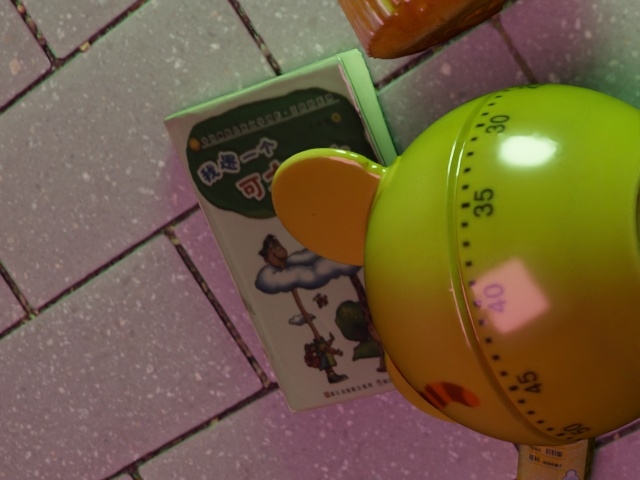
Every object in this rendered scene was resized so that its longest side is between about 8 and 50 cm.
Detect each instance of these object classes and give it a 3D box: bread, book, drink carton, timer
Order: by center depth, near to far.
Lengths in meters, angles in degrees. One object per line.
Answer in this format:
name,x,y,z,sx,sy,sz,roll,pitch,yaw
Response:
bread,0.124,-0.275,1.799,0.250,0.179,0.133,-36,82,26
timer,0.174,0.025,1.800,0.387,0.376,0.376,-12,104,37
drink carton,0.251,0.177,1.976,0.084,0.074,0.200,14,117,25
book,0.000,0.000,2.066,0.260,0.043,0.371,-17,101,35
